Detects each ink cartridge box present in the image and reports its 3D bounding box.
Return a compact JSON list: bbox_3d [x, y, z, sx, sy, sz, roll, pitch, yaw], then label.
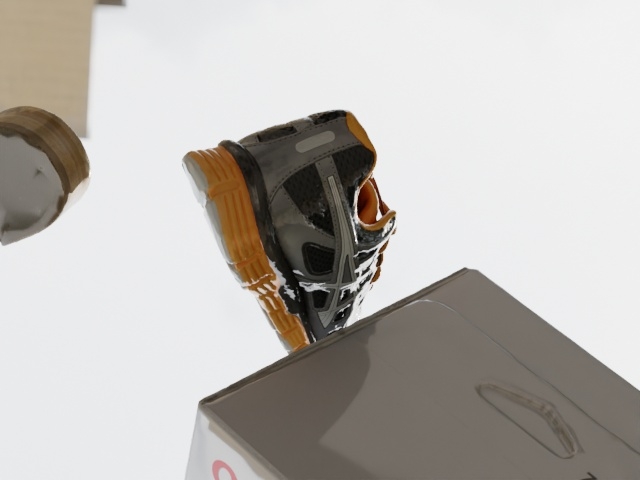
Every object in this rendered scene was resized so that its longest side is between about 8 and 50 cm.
[{"bbox_3d":[0.053,0.195,0.898,0.197,0.270,0.198,-23,-131,-38],"label":"ink cartridge box"}]

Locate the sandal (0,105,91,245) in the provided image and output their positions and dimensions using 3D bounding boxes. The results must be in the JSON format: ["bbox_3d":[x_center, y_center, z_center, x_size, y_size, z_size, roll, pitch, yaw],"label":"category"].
[{"bbox_3d":[-0.195,-0.034,0.948,0.240,0.088,0.079,-10,-156,39],"label":"sandal"}]

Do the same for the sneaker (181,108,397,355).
[{"bbox_3d":[0.000,0.000,0.873,0.083,0.215,0.084,-28,-108,1],"label":"sneaker"}]
